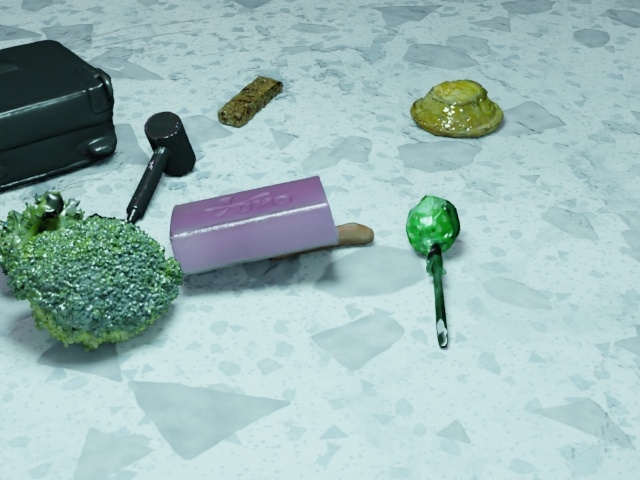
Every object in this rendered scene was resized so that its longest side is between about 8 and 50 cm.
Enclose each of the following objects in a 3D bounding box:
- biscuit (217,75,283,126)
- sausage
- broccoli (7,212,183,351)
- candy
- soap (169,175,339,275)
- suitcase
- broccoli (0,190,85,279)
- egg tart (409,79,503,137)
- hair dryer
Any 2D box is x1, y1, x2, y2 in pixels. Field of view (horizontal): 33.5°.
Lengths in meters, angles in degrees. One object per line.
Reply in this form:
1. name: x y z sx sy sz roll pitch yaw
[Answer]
1. biscuit: -0.147 -0.293 2.229 0.064 0.034 0.199 15 35 20
2. sausage: 0.000 0.000 1.776 0.186 0.043 0.043 -11 35 -17
3. broccoli: -0.326 0.059 1.573 0.176 0.198 0.226 -20 -11 31
4. candy: 0.182 0.049 1.684 0.097 0.097 0.323 1 41 1
5. soap: -0.108 -0.027 1.714 0.259 0.081 0.181 -12 19 0
6. suitcase: -0.590 -0.247 2.018 0.345 0.188 0.339 -23 41 -28
7. broccoli: -0.440 -0.011 1.689 0.167 0.160 0.154 -11 61 -35
8. egg tart: 0.277 -0.273 2.168 0.191 0.074 0.191 -2 35 1
9. hair dryer: -0.295 -0.108 1.917 0.070 0.114 0.248 3 52 16
